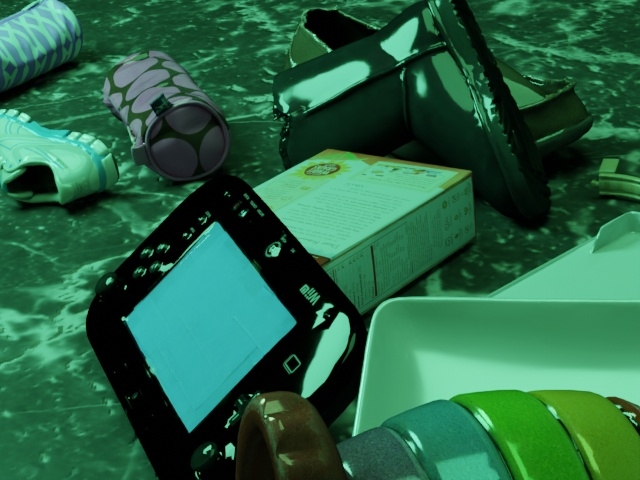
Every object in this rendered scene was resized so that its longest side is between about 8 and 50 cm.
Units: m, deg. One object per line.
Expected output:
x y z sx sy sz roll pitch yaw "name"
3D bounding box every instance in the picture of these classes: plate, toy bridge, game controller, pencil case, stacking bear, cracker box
0.149 0.145 0.889 0.278 0.045 0.277 0 46 13 "plate"
0.328 -0.047 1.408 0.188 0.026 0.063 2 25 17 "toy bridge"
-0.070 0.062 1.108 0.067 0.166 0.319 33 8 -30 "game controller"
-0.365 -0.225 1.902 0.086 0.088 0.206 6 26 29 "pencil case"
0.118 0.138 0.764 0.289 0.175 0.164 -10 -14 -13 "stacking bear"
0.000 0.000 1.322 0.155 0.067 0.232 12 28 37 "cracker box"
-0.162 -0.128 1.636 0.098 0.095 0.209 -26 24 -8 "pencil case"

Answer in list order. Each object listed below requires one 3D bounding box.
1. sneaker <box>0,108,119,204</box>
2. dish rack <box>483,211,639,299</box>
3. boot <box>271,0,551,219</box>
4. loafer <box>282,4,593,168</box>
-0.290 -0.074 1.564 0.190 0.071 0.083 12 34 35 "sneaker"
0.221 0.072 1.105 0.333 0.072 0.285 -26 31 -38 "dish rack"
0.075 -0.087 1.463 0.207 0.246 0.094 -30 -23 19 "boot"
0.094 -0.157 1.584 0.366 0.130 0.134 13 30 37 "loafer"
